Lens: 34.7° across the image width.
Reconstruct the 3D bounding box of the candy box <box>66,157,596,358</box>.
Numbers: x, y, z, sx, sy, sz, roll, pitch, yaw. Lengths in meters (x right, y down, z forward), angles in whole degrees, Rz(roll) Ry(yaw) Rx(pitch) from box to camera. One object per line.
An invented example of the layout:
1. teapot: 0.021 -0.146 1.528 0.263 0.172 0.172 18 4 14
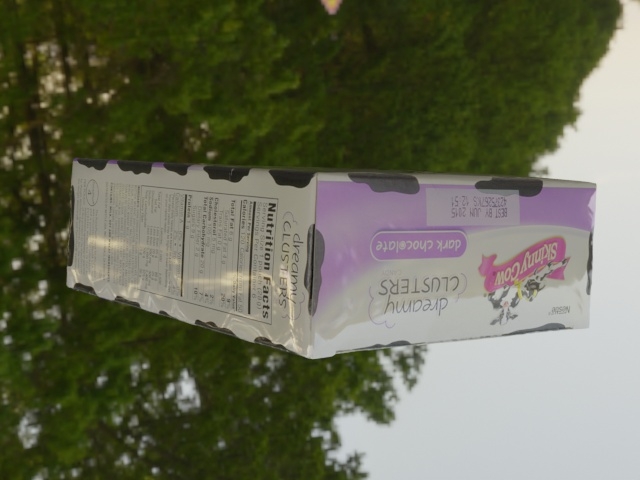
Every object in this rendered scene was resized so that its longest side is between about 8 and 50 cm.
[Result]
1. candy box: 0.000 0.000 0.481 0.165 0.070 0.196 0 -175 -39
